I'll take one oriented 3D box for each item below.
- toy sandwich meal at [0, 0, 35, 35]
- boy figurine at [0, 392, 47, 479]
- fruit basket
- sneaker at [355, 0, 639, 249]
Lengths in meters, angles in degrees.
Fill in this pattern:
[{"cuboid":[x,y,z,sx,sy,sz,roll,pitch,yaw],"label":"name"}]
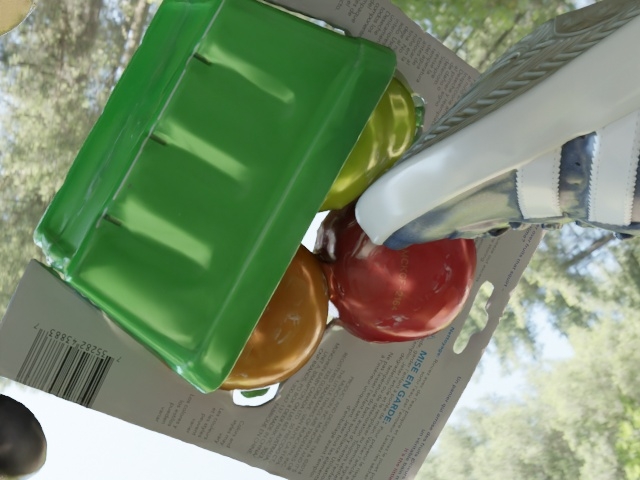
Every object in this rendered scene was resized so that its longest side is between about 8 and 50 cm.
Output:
[{"cuboid":[-0.239,-0.170,0.643,0.086,0.085,0.029,-19,-105,-27],"label":"toy sandwich meal"},{"cuboid":[-0.175,0.125,0.230,0.092,0.177,0.285,-5,-150,20],"label":"boy figurine"},{"cuboid":[0.000,0.000,0.637,0.353,0.165,0.327,29,-91,-38],"label":"fruit basket"},{"cuboid":[0.155,-0.036,0.395,0.148,0.350,0.131,49,-126,-9],"label":"sneaker"}]
